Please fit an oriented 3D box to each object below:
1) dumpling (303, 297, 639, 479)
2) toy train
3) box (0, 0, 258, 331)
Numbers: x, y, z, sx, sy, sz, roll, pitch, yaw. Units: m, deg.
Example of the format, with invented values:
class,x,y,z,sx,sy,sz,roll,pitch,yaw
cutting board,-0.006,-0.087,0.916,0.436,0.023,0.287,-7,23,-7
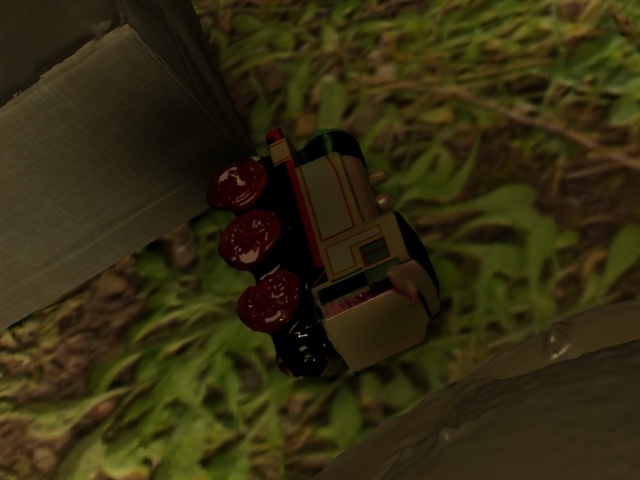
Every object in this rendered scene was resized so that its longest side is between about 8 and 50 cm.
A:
class,x,y,z,sx,sy,sz,roll,pitch,yaw
dumpling,0.107,0.087,0.438,0.227,0.175,0.243,-40,63,-21
toy train,0.000,0.000,0.687,0.087,0.050,0.138,-25,46,7
box,-0.174,-0.060,0.753,0.231,0.155,0.149,-30,58,10
